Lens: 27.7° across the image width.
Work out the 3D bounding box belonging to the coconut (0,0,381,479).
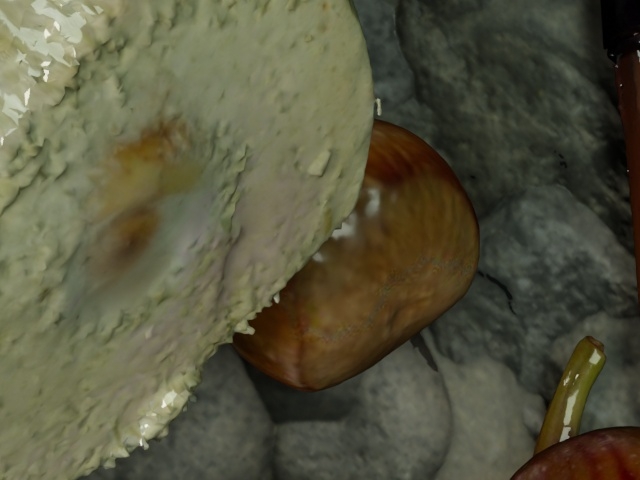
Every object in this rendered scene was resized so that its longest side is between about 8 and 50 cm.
[{"bbox_3d":[-0.144,-0.063,0.536,0.254,0.297,0.297,31,62,29],"label":"coconut"}]

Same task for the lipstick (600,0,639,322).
[{"bbox_3d":[0.220,-0.072,0.812,0.077,0.077,0.419,2,76,-19],"label":"lipstick"}]

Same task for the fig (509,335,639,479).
[{"bbox_3d":[0.150,0.169,0.694,0.175,0.207,0.175,-7,114,-17],"label":"fig"}]

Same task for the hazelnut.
[{"bbox_3d":[0.000,0.000,0.694,0.150,0.150,0.150,5,73,-18],"label":"hazelnut"}]
